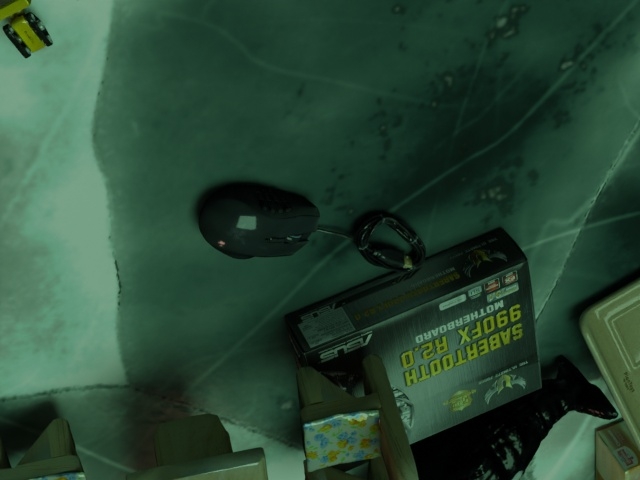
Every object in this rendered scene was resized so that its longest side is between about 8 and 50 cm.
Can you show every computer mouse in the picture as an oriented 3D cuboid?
[{"bbox_3d":[0.000,0.000,1.405,0.242,0.041,0.071,10,120,-33],"label":"computer mouse"}]

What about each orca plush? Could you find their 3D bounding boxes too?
[{"bbox_3d":[0.171,0.231,1.592,0.287,0.102,0.151,-25,89,-7],"label":"orca plush"}]

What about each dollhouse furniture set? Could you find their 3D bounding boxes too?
[{"bbox_3d":[-0.086,0.349,1.458,0.362,0.256,0.394,-11,137,-6],"label":"dollhouse furniture set"}]

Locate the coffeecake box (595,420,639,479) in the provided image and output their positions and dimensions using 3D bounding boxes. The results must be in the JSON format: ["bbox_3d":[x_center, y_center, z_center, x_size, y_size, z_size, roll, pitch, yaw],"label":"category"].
[{"bbox_3d":[0.405,0.249,1.795,0.185,0.068,0.142,-19,134,-12],"label":"coffeecake box"}]

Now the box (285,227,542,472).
[{"bbox_3d":[0.093,0.109,1.530,0.231,0.056,0.183,-21,132,-10],"label":"box"}]

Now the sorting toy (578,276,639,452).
[{"bbox_3d":[0.383,0.101,1.657,0.208,0.038,0.193,-32,114,-5],"label":"sorting toy"}]

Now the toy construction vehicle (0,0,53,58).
[{"bbox_3d":[-0.207,-0.191,1.153,0.086,0.035,0.098,-28,132,11],"label":"toy construction vehicle"}]
